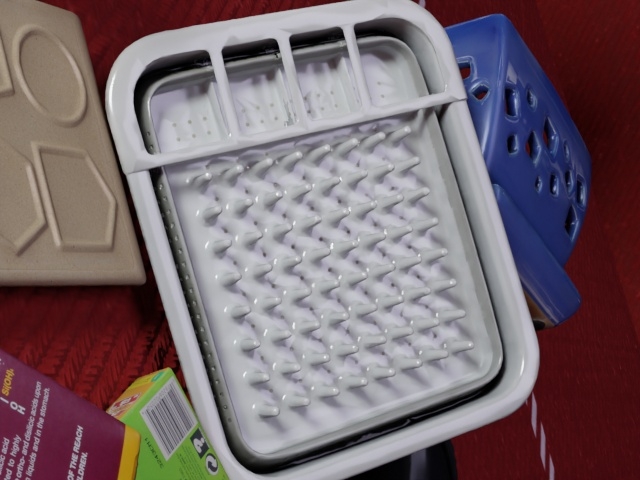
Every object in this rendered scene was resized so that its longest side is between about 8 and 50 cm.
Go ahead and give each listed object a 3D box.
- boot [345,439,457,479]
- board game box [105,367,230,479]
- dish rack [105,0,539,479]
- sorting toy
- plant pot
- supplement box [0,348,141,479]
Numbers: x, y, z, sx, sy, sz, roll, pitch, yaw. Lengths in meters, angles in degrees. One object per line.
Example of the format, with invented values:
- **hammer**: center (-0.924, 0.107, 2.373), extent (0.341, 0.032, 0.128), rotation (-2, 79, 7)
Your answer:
- **boot**: center (0.051, 0.240, 0.906), extent (0.207, 0.094, 0.247), rotation (-41, 115, -69)
- **board game box**: center (-0.120, 0.183, 0.662), extent (0.124, 0.039, 0.259), rotation (64, 22, -11)
- **dish rack**: center (0.000, 0.000, 0.875), extent (0.285, 0.072, 0.333), rotation (-15, 87, -28)
- **sorting toy**: center (-0.186, -0.063, 0.714), extent (0.208, 0.038, 0.193), rotation (8, 64, -69)
- **plant pot**: center (0.106, -0.032, 1.083), extent (0.236, 0.236, 0.212), rotation (45, 40, -46)
- **supplement box**: center (-0.180, 0.087, 0.485), extent (0.188, 0.104, 0.081), rotation (40, 35, -33)
